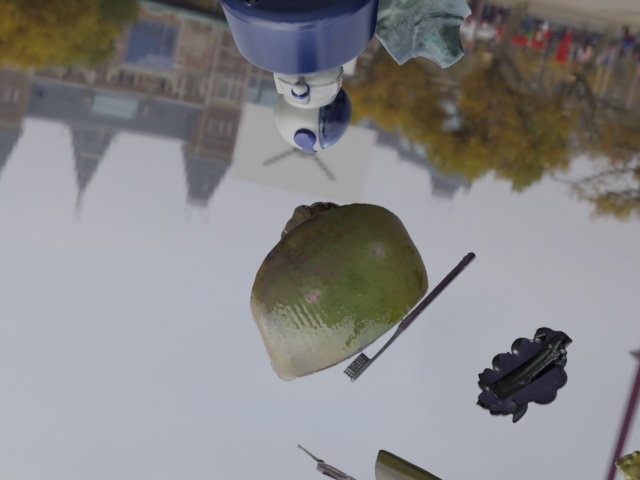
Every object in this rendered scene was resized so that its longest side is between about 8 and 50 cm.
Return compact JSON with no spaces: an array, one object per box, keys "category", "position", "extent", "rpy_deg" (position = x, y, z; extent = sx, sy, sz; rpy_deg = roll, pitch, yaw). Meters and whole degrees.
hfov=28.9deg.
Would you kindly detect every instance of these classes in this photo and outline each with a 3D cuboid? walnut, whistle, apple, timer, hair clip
[{"category":"walnut","position":[0.001,0.001,2.078],"extent":[0.140,0.140,0.162],"rpy_deg":[14,175,5]},{"category":"whistle","position":[0.115,-0.487,2.222],"extent":[0.405,0.168,0.188],"rpy_deg":[48,-168,-30]},{"category":"apple","position":[0.021,0.065,1.703],"extent":[0.265,0.193,0.120],"rpy_deg":[-34,-162,-6]},{"category":"timer","position":[-0.020,-0.314,2.142],"extent":[0.270,0.383,0.270],"rpy_deg":[-3,-132,4]},{"category":"hair clip","position":[0.339,0.219,2.042],"extent":[0.124,0.195,0.052],"rpy_deg":[44,167,34]}]

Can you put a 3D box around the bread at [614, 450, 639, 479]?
[{"category":"bread","position":[0.481,0.295,1.537],"extent":[0.140,0.160,0.169],"rpy_deg":[0,-129,-40]}]

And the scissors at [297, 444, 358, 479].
[{"category":"scissors","position":[0.007,0.327,1.802],"extent":[0.100,0.015,0.189],"rpy_deg":[32,174,-28]}]

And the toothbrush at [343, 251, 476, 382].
[{"category":"toothbrush","position":[0.169,0.137,2.321],"extent":[0.029,0.354,0.024],"rpy_deg":[44,159,7]}]

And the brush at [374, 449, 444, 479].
[{"category":"brush","position":[0.153,0.323,1.478],"extent":[0.048,0.054,0.282],"rpy_deg":[-13,-159,-35]}]
